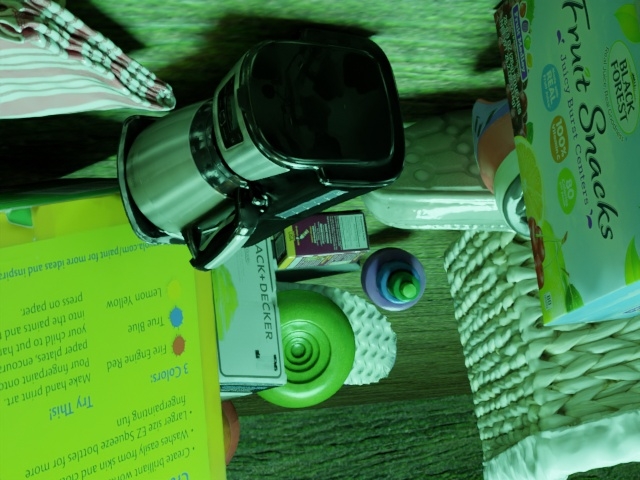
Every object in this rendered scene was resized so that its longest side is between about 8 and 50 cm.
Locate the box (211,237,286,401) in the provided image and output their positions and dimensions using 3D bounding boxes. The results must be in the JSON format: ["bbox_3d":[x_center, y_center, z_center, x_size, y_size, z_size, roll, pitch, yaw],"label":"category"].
[{"bbox_3d":[-0.167,0.085,1.373,0.087,0.169,0.290,7,162,-44],"label":"box"}]

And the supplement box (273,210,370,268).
[{"bbox_3d":[0.000,0.000,1.376,0.083,0.043,0.055,-4,167,-15],"label":"supplement box"}]

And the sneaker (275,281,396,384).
[{"bbox_3d":[-0.063,0.091,1.567,0.293,0.102,0.146,13,175,-10],"label":"sneaker"}]

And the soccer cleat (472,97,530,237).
[{"bbox_3d":[0.253,-0.115,0.952,0.318,0.116,0.108,-26,137,6],"label":"soccer cleat"}]

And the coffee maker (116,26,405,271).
[{"bbox_3d":[-0.026,-0.069,0.944,0.171,0.120,0.178,-28,-176,-39],"label":"coffee maker"}]

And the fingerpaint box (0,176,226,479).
[{"bbox_3d":[-0.263,0.161,0.929,0.163,0.371,0.445,1,-171,35],"label":"fingerpaint box"}]

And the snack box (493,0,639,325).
[{"bbox_3d":[0.174,-0.070,0.800,0.070,0.207,0.174,-4,168,-17],"label":"snack box"}]

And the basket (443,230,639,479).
[{"bbox_3d":[0.305,0.073,1.326,0.328,0.266,0.331,-13,170,-6],"label":"basket"}]

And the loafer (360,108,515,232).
[{"bbox_3d":[0.179,-0.042,1.109,0.320,0.112,0.111,-5,135,-17],"label":"loafer"}]

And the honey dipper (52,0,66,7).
[{"bbox_3d":[-0.123,-0.144,0.695,0.030,0.030,0.161,-4,170,-18],"label":"honey dipper"}]

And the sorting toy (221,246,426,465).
[{"bbox_3d":[-0.037,0.134,1.432,0.365,0.127,0.126,-36,-171,-3],"label":"sorting toy"}]

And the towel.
[{"bbox_3d":[-0.186,-0.097,0.807,0.144,0.029,0.197,-1,170,17],"label":"towel"}]

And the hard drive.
[{"bbox_3d":[-0.015,0.019,1.500,0.094,0.022,0.135,-11,168,10],"label":"hard drive"}]
